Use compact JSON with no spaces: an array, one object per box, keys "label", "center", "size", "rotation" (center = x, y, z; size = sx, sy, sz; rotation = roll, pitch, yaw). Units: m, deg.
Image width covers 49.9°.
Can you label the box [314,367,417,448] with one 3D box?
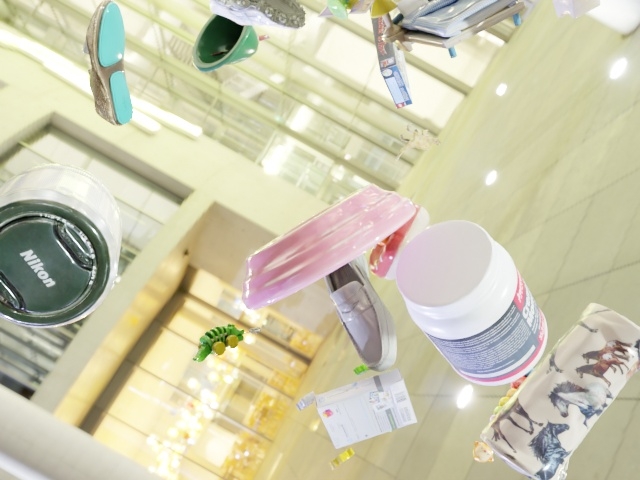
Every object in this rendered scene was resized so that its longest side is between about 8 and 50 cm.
[{"label":"box","center":[0.097,0.356,1.446],"size":[0.038,0.186,0.145],"rotation":[-108,-3,-55]}]

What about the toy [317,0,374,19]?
[{"label":"toy","center":[0.089,-0.455,1.089],"size":[0.237,0.056,0.137],"rotation":[-55,34,-10]}]

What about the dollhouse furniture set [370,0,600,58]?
[{"label":"dollhouse furniture set","center":[0.229,-0.392,0.945],"size":[0.303,0.198,0.286],"rotation":[-28,25,-4]}]

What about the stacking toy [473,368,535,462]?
[{"label":"stacking toy","center":[0.543,0.517,1.956],"size":[0.301,0.175,0.166],"rotation":[-38,-13,-16]}]

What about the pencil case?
[{"label":"pencil case","center":[0.530,0.317,1.435],"size":[0.410,0.183,0.160],"rotation":[-50,-13,-2]}]

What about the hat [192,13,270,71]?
[{"label":"hat","center":[-0.165,-0.429,1.579],"size":[0.183,0.173,0.209],"rotation":[35,-102,-47]}]

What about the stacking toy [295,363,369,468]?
[{"label":"stacking toy","center":[0.072,0.396,1.578],"size":[0.221,0.167,0.052],"rotation":[-23,-22,-31]}]

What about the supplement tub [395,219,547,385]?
[{"label":"supplement tub","center":[0.261,0.111,1.177],"size":[0.191,0.272,0.191],"rotation":[-20,45,22]}]

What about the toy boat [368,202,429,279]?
[{"label":"toy boat","center":[0.149,-0.009,1.590],"size":[0.151,0.151,0.231],"rotation":[-60,-6,-22]}]

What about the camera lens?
[{"label":"camera lens","center":[-0.438,-0.001,1.119],"size":[0.219,0.219,0.274],"rotation":[-61,20,10]}]

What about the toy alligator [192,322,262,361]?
[{"label":"toy alligator","center":[-0.198,0.198,1.445],"size":[0.189,0.056,0.051],"rotation":[-23,-74,-47]}]

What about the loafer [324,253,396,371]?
[{"label":"loafer","center":[0.068,0.126,1.454],"size":[0.112,0.320,0.111],"rotation":[-40,-33,29]}]

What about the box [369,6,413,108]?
[{"label":"box","center":[0.173,-0.468,1.701],"size":[0.159,0.044,0.233],"rotation":[48,-149,-57]}]

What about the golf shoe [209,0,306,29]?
[{"label":"golf shoe","center":[-0.114,-0.415,1.233],"size":[0.086,0.176,0.069],"rotation":[163,118,-65]}]

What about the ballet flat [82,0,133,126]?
[{"label":"ballet flat","center":[-0.350,-0.284,1.104],"size":[0.073,0.067,0.206],"rotation":[-42,-38,-52]}]

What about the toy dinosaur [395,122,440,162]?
[{"label":"toy dinosaur","center":[0.275,-0.291,1.996],"size":[0.183,0.093,0.053],"rotation":[-21,-29,-29]}]

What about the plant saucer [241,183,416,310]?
[{"label":"plant saucer","center":[0.000,0.000,1.167],"size":[0.332,0.084,0.332],"rotation":[-30,2,1]}]
